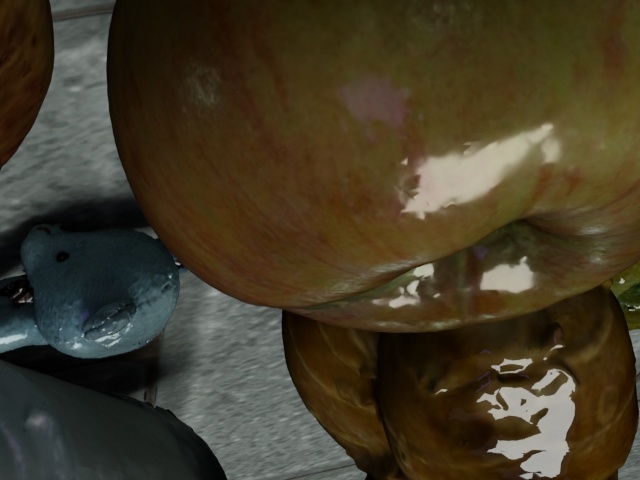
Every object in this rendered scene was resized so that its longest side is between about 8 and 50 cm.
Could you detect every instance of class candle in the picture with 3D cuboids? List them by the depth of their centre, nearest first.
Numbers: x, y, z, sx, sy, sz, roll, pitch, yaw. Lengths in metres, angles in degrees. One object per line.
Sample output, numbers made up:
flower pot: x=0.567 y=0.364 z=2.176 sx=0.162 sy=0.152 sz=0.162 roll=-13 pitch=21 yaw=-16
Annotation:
candle: x=-0.207 y=0.194 z=1.153 sx=0.221 sy=0.221 sz=0.342 roll=-23 pitch=158 yaw=19

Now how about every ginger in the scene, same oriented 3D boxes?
ginger: x=0.087 y=0.105 z=1.068 sx=0.152 sy=0.274 sz=0.357 roll=-25 pitch=-162 yaw=-15

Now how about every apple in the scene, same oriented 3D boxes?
apple: x=0.037 y=-0.070 z=0.670 sx=0.261 sy=0.194 sz=0.261 roll=-11 pitch=161 yaw=-4

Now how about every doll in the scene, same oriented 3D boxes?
doll: x=-0.163 y=0.025 z=0.980 sx=0.180 sy=0.075 sz=0.120 roll=-1 pitch=-156 yaw=19

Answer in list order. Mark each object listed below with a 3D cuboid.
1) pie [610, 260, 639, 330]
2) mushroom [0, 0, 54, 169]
pie: x=0.258 y=0.002 z=1.192 sx=0.277 sy=0.078 sz=0.277 roll=-13 pitch=162 yaw=-4
mushroom: x=-0.236 y=-0.023 z=0.493 sx=0.346 sy=0.259 sz=0.345 roll=-14 pitch=161 yaw=-5
